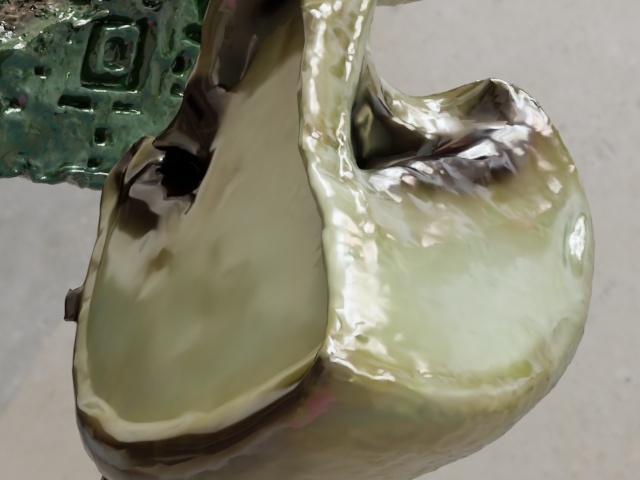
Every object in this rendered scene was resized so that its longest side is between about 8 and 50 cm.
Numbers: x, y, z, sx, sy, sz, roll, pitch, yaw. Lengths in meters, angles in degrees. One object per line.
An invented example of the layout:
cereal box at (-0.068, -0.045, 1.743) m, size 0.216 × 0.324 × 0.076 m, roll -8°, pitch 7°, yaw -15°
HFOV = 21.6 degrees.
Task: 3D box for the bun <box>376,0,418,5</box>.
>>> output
bun at (0.110, -0.330, 1.326) m, size 0.352 × 0.227 × 0.349 m, roll -50°, pitch 9°, yaw 22°

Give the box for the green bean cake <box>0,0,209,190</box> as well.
green bean cake at (-0.154, -0.129, 1.095) m, size 0.107 × 0.208 × 0.193 m, roll 28°, pitch 108°, yaw 46°

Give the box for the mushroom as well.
mushroom at (-0.003, 0.009, 0.820) m, size 0.217 × 0.212 × 0.292 m, roll -43°, pitch 47°, yaw 41°

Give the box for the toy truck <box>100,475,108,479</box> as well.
toy truck at (-0.129, 0.154, 1.085) m, size 0.024 × 0.032 × 0.083 m, roll 26°, pitch 101°, yaw 32°
